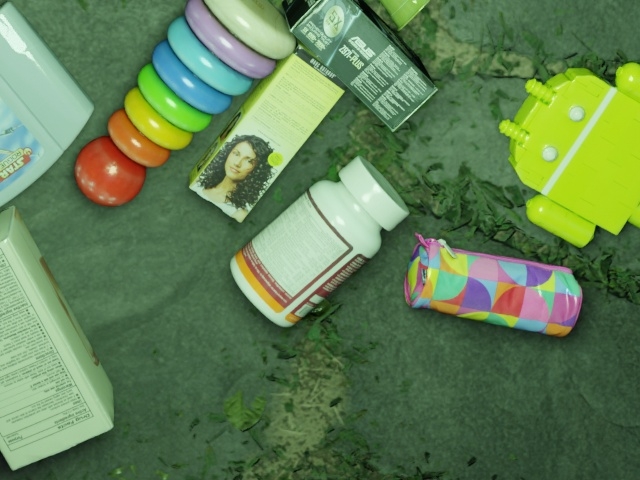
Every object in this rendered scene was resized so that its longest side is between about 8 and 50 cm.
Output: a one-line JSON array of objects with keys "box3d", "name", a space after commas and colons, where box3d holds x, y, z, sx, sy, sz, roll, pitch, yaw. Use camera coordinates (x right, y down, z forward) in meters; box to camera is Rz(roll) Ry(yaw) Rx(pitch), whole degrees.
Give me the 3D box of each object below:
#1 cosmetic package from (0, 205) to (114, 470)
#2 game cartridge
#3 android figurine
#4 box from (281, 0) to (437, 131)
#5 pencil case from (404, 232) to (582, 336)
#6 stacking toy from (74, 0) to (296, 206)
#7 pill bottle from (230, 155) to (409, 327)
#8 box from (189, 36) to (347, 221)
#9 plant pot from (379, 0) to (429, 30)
[{"box3d": [-0.396, 0.126, 1.854, 0.153, 0.129, 0.296, -22, 112, 2], "name": "cosmetic package"}, {"box3d": [-0.441, -0.135, 1.787, 0.297, 0.062, 0.198, -35, 107, 8], "name": "game cartridge"}, {"box3d": [0.361, -0.117, 1.872, 0.273, 0.056, 0.248, 29, 107, -18], "name": "android figurine"}, {"box3d": [0.045, -0.237, 1.741, 0.077, 0.147, 0.180, -43, 109, 12], "name": "box"}, {"box3d": [0.227, 0.062, 1.908, 0.236, 0.104, 0.104, 13, 110, -12], "name": "pencil case"}, {"box3d": [-0.183, -0.168, 1.760, 0.141, 0.141, 0.330, 38, 107, -18], "name": "stacking toy"}, {"box3d": [0.000, 0.000, 1.846, 0.221, 0.121, 0.121, -41, 110, 10], "name": "pill bottle"}, {"box3d": [-0.066, -0.140, 1.817, 0.087, 0.058, 0.232, 33, 104, -17], "name": "box"}, {"box3d": [0.095, -0.313, 1.759, 0.079, 0.083, 0.083, 42, 103, -7], "name": "plant pot"}]
